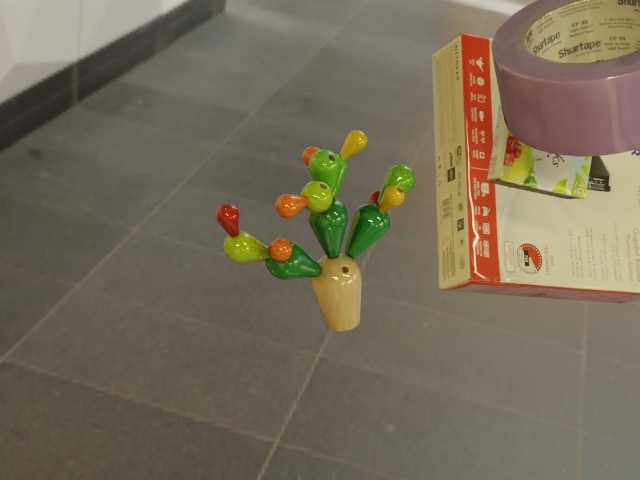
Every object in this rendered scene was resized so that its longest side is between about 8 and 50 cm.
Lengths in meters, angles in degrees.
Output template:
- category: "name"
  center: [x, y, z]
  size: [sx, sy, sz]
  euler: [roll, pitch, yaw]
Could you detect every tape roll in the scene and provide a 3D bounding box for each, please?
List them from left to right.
- category: "tape roll"
  center: [0.258, -0.163, 0.937]
  size: [0.189, 0.080, 0.189]
  euler: [-13, 35, 9]

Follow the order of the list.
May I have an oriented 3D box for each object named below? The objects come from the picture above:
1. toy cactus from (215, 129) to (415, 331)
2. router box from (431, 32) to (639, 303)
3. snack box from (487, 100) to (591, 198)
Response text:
- category: "toy cactus"
  center: [0.000, 0.000, 0.966]
  size: [0.112, 0.180, 0.219]
  euler: [13, 31, 42]
- category: "router box"
  center: [0.305, -0.092, 1.374]
  size: [0.301, 0.335, 0.082]
  euler: [4, -14, -23]
- category: "snack box"
  center: [0.236, -0.121, 1.056]
  size: [0.100, 0.141, 0.037]
  euler: [11, -4, -16]
